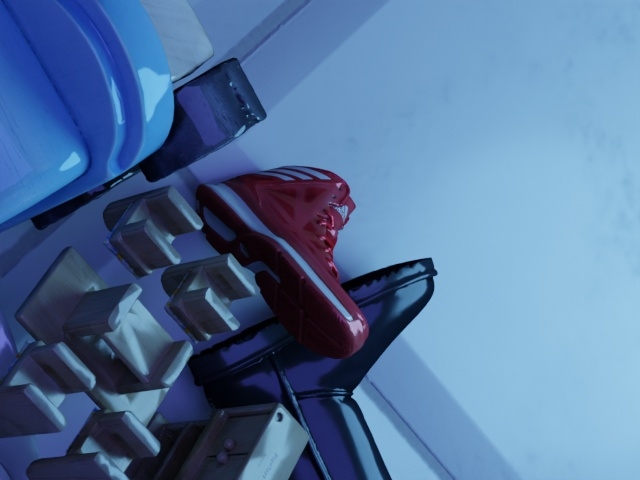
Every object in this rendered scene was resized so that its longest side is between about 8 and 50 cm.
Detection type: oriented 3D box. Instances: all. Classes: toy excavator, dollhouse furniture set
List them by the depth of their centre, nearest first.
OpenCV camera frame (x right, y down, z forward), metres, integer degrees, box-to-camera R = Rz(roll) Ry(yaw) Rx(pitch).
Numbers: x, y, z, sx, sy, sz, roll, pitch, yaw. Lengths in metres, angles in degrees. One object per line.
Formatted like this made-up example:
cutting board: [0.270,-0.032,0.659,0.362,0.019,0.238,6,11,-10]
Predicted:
toy excavator: [-0.330,-0.055,1.018,0.445,0.433,0.222,-39,104,-48]
dollhouse furniture set: [-0.152,0.118,1.095,0.242,0.161,0.212,52,48,-26]

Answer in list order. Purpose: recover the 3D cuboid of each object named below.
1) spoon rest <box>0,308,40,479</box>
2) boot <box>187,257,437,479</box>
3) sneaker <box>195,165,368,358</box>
spoon rest: [-0.270,0.155,1.117,0.084,0.137,0.276,-13,108,-41]
boot: [0.026,0.149,1.243,0.247,0.094,0.207,-26,94,-15]
sneaker: [0.000,0.000,1.195,0.128,0.087,0.221,-25,54,-27]
